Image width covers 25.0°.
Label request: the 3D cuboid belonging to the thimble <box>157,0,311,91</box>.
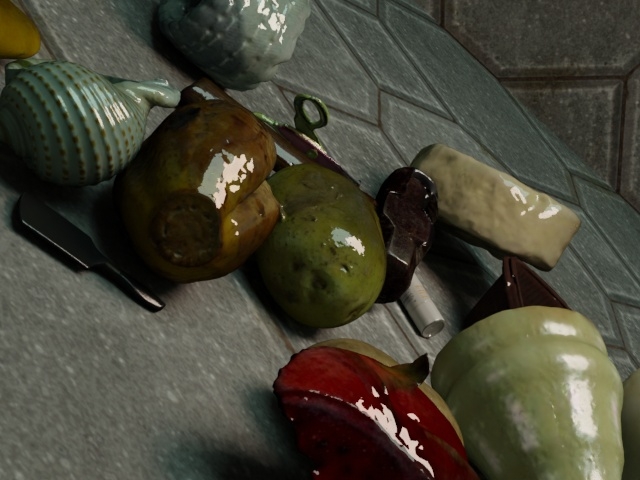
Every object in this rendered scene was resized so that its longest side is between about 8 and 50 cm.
[{"bbox_3d":[-0.121,-0.341,2.104,0.172,0.205,0.250,36,26,-28],"label":"thimble"}]

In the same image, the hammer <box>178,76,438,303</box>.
[{"bbox_3d":[-0.023,-0.091,1.997,0.408,0.095,0.242,34,34,-7],"label":"hammer"}]

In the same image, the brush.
[{"bbox_3d":[-0.232,0.019,1.471,0.193,0.016,0.063,37,22,-24],"label":"brush"}]

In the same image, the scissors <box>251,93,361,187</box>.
[{"bbox_3d":[-0.012,-0.134,2.094,0.187,0.133,0.020,50,42,-32],"label":"scissors"}]

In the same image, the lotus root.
[{"bbox_3d":[-0.126,-0.058,1.588,0.193,0.193,0.291,44,19,-6],"label":"lotus root"}]

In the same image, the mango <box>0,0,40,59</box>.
[{"bbox_3d":[-0.377,-0.246,1.599,0.161,0.076,0.103,27,23,-51],"label":"mango"}]

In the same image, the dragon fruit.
[{"bbox_3d":[0.099,0.238,1.419,0.344,0.100,0.282,65,27,-3],"label":"dragon fruit"}]

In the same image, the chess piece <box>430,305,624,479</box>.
[{"bbox_3d":[0.302,0.304,1.723,0.234,0.234,0.442,30,28,-38],"label":"chess piece"}]

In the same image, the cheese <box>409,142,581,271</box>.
[{"bbox_3d":[0.274,-0.044,2.307,0.326,0.115,0.318,30,1,45],"label":"cheese"}]

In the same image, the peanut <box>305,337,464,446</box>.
[{"bbox_3d":[0.066,0.203,1.578,0.253,0.122,0.137,35,61,-33],"label":"peanut"}]

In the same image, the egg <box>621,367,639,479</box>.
[{"bbox_3d":[0.557,0.331,2.081,0.278,0.278,0.336,22,26,-49],"label":"egg"}]

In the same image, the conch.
[{"bbox_3d":[-0.252,-0.120,1.517,0.200,0.131,0.172,8,4,-35],"label":"conch"}]

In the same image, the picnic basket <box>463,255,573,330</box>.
[{"bbox_3d":[0.308,0.174,2.104,0.222,0.129,0.297,41,21,-19],"label":"picnic basket"}]

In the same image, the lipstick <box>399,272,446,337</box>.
[{"bbox_3d":[0.129,0.074,2.064,0.040,0.040,0.141,20,32,-51],"label":"lipstick"}]

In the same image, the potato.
[{"bbox_3d":[-0.002,0.000,1.791,0.197,0.149,0.228,32,23,1],"label":"potato"}]
